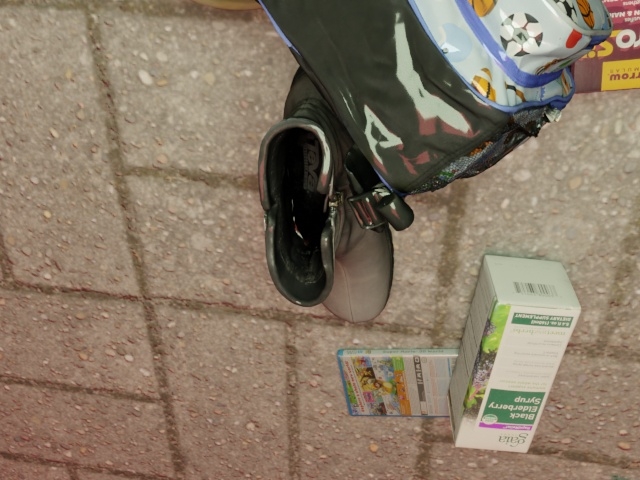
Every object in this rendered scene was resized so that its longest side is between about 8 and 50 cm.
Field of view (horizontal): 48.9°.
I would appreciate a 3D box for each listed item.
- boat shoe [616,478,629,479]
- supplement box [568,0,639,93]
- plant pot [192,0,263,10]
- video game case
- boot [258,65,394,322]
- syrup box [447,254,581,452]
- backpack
[{"bbox_3d":[0.453,0.372,1.002,0.100,0.035,0.035,23,123,-12],"label":"boat shoe"},{"bbox_3d":[0.262,-0.229,0.596,0.104,0.081,0.188,-3,124,14],"label":"supplement box"},{"bbox_3d":[-0.042,-0.305,0.561,0.237,0.237,0.110,-32,70,29],"label":"plant pot"},{"bbox_3d":[0.113,0.196,0.963,0.166,0.015,0.119,-3,124,14],"label":"video game case"},{"bbox_3d":[0.000,0.000,0.723,0.118,0.223,0.338,-5,123,14],"label":"boot"},{"bbox_3d":[0.222,0.141,0.842,0.093,0.096,0.237,5,123,-1],"label":"syrup box"},{"bbox_3d":[0.091,-0.174,0.551,0.213,0.263,0.276,-30,84,26],"label":"backpack"}]
